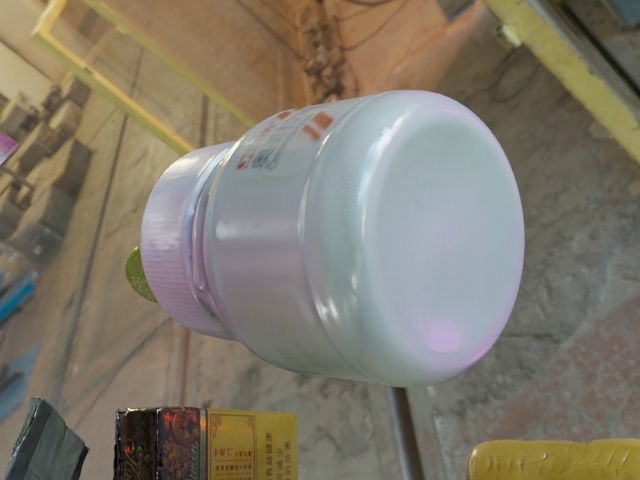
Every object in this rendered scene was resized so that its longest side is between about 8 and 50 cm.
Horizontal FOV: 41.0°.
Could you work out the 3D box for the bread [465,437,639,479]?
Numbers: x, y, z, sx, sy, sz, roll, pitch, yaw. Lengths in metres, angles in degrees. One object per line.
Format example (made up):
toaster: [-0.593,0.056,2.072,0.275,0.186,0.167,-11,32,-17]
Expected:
bread: [0.356,0.363,1.267,0.305,0.091,0.142,-9,60,33]

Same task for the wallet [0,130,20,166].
wallet: [-0.595,-0.195,1.350,0.025,0.232,0.119,-48,14,22]

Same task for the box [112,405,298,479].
box: [-0.200,0.442,1.581,0.116,0.415,0.264,-9,75,33]

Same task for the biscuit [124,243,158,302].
biscuit: [-0.209,0.040,1.100,0.084,0.084,0.023,-39,11,22]

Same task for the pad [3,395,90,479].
pad: [-0.396,0.355,1.197,0.022,0.174,0.233,-2,49,14]

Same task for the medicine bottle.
medicine bottle: [0.000,0.000,0.775,0.302,0.241,0.241,-1,54,46]
